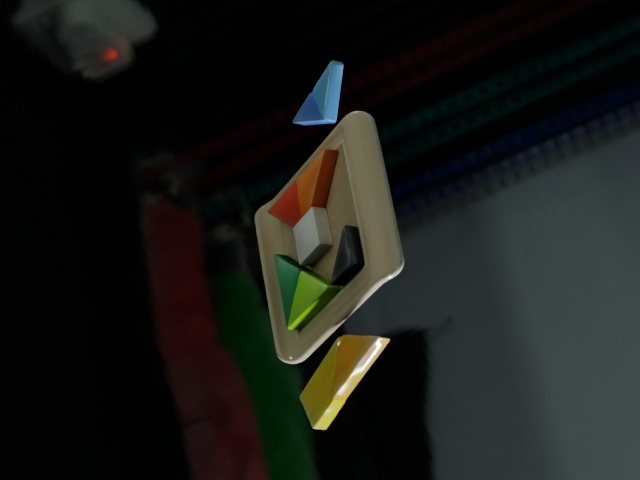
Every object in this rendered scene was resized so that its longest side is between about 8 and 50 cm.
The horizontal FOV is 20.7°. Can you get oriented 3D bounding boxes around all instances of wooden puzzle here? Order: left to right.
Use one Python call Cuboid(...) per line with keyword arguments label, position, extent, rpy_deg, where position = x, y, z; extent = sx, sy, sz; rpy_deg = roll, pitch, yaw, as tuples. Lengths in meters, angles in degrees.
Cuboid(label="wooden puzzle", position=(0.000, 0.000, 0.617), extent=(0.014, 0.078, 0.116), rpy_deg=(10, -132, -32))
